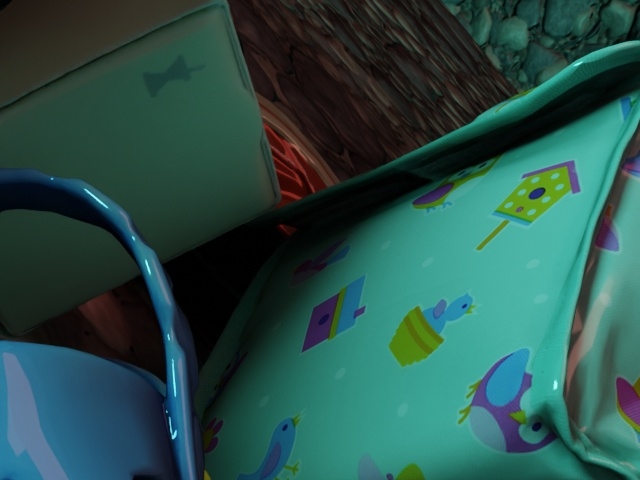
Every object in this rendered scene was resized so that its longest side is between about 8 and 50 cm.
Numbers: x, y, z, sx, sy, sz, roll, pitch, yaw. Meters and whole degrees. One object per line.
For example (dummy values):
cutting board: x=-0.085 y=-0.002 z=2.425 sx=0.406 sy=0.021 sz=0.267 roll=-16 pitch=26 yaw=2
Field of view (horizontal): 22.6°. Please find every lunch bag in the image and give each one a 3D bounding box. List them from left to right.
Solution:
lunch bag: x=0.072 y=0.033 z=0.633 sx=0.160 sy=0.223 sz=0.262 roll=45 pitch=45 yaw=-22

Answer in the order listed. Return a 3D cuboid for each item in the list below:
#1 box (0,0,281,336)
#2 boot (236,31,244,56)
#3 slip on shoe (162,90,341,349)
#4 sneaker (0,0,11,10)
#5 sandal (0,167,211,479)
box: x=-0.128 y=-0.106 z=0.634 sx=0.232 sy=0.126 sz=0.149 roll=60 pitch=-7 yaw=27
boot: x=-0.152 y=-0.136 z=0.868 sx=0.219 sy=0.082 sz=0.106 roll=27 pitch=3 yaw=-40
slip on shoe: x=0.021 y=0.063 z=0.808 sx=0.331 sy=0.123 sz=0.101 roll=46 pitch=35 yaw=-15
sneaker: x=-0.087 y=-0.171 z=0.503 sx=0.185 sy=0.482 sz=0.202 roll=117 pitch=-45 yaw=-76
sandal: x=-0.079 y=0.082 z=0.365 sx=0.317 sy=0.126 sz=0.138 roll=-110 pitch=-164 yaw=-66
